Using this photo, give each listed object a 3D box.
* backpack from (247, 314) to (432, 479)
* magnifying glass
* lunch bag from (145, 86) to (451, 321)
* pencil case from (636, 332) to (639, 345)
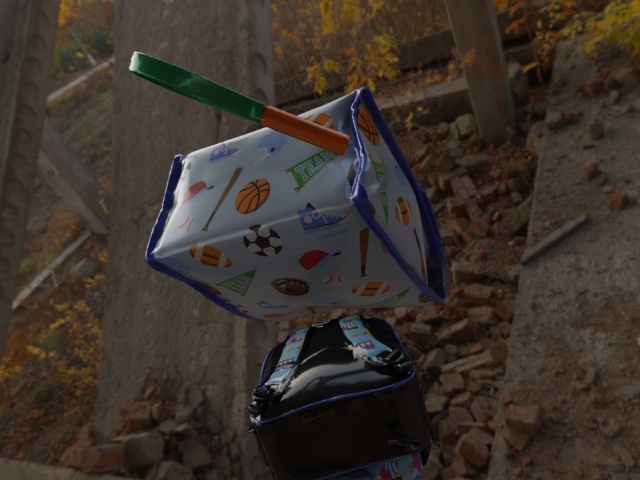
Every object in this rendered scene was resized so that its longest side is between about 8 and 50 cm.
[{"bbox_3d":[0.017,0.148,0.462,0.158,0.117,0.173,-16,11,1],"label":"backpack"},{"bbox_3d":[-0.081,-0.139,0.478,0.092,0.230,0.026,-99,32,-82],"label":"magnifying glass"},{"bbox_3d":[0.000,0.000,0.729,0.327,0.385,0.239,-13,53,27],"label":"lunch bag"},{"bbox_3d":[0.510,0.069,0.520,0.284,0.124,0.124,-49,25,22],"label":"pencil case"}]
